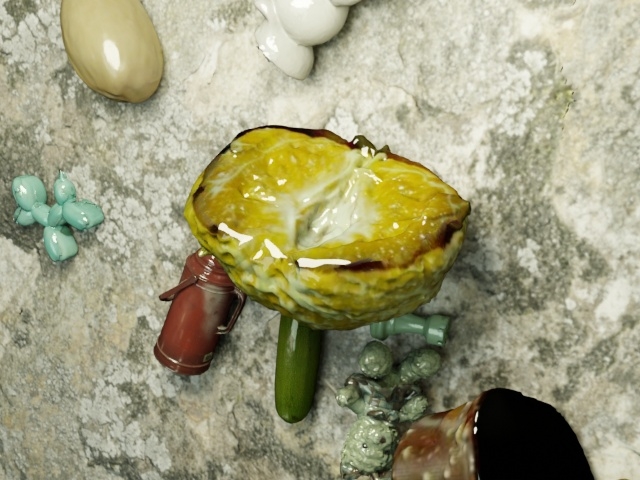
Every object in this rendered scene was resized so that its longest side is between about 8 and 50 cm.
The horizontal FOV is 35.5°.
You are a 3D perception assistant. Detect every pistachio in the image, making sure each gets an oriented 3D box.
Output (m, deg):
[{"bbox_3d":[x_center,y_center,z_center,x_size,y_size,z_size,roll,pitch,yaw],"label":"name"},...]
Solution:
[{"bbox_3d":[-0.316,-0.304,1.491,0.136,0.136,0.226,-29,80,32],"label":"pistachio"}]

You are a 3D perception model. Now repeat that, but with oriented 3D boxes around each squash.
[{"bbox_3d":[-0.033,0.159,1.476,0.066,0.066,0.252,14,110,27],"label":"squash"}]

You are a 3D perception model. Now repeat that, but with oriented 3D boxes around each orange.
[{"bbox_3d":[0.000,0.000,1.303,0.369,0.271,0.210,23,131,21],"label":"orange"}]

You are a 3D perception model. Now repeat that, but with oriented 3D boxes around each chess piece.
[{"bbox_3d":[0.125,0.114,1.378,0.103,0.067,0.067,12,109,17],"label":"chess piece"}]

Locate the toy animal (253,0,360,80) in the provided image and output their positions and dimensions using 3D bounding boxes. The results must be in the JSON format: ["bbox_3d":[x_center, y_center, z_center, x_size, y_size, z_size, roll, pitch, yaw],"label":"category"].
[{"bbox_3d":[0.005,-0.323,1.303,0.221,0.104,0.131,-39,81,31],"label":"toy animal"}]

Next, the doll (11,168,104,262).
[{"bbox_3d":[-0.451,-0.047,1.669,0.159,0.059,0.158,-37,85,33],"label":"doll"}]

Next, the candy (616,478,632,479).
[{"bbox_3d":[0.446,0.374,1.272,0.194,0.058,0.062,34,86,8],"label":"candy"}]

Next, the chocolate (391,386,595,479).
[{"bbox_3d":[0.217,0.359,1.302,0.210,0.225,0.340,-21,91,45],"label":"chocolate"}]

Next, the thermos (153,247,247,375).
[{"bbox_3d":[-0.174,0.091,1.520,0.124,0.099,0.232,36,119,22],"label":"thermos"}]

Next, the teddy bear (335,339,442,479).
[{"bbox_3d":[0.080,0.233,1.402,0.133,0.111,0.213,15,100,-10],"label":"teddy bear"}]
